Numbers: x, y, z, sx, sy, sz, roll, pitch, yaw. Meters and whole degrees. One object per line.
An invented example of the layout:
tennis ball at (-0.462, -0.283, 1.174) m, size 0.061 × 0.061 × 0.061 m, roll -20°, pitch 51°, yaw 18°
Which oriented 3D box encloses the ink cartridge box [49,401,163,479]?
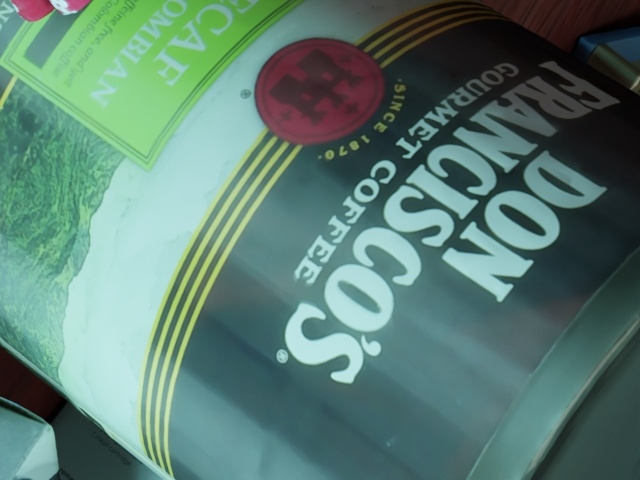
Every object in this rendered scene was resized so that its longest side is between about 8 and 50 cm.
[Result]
ink cartridge box at (-0.044, 0.074, 0.890) m, size 0.175 × 0.072 × 0.127 m, roll -52°, pitch 154°, yaw -6°

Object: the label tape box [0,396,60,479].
label tape box at (-0.204, 0.232, 0.622) m, size 0.241 × 0.106 × 0.334 m, roll 94°, pitch 22°, yaw -53°

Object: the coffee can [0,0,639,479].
coffee can at (0.000, 0.000, 0.640) m, size 0.201 × 0.275 × 0.201 m, roll -40°, pitch 151°, yaw -29°

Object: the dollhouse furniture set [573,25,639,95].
dollhouse furniture set at (0.222, 0.037, 1.057) m, size 0.303 × 0.286 × 0.198 m, roll -15°, pitch 135°, yaw -37°

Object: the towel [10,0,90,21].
towel at (-0.031, -0.220, 0.546) m, size 0.275 × 0.031 × 0.199 m, roll -47°, pitch 135°, yaw -18°
